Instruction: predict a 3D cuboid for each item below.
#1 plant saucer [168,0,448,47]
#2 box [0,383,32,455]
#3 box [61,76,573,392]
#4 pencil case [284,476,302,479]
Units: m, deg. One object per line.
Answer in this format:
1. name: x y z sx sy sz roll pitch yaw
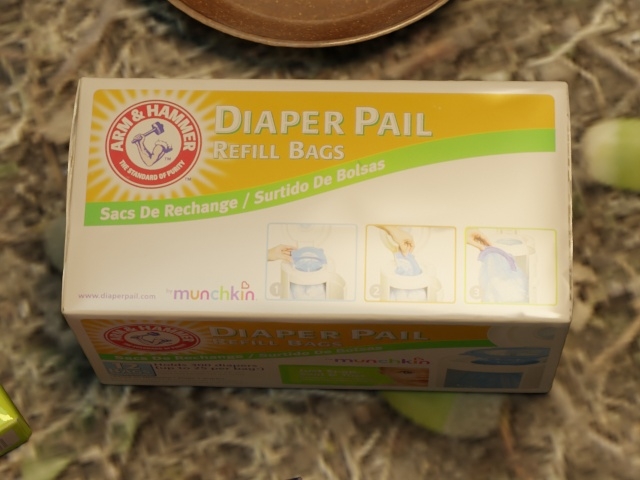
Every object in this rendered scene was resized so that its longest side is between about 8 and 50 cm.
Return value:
1. plant saucer: -0.004 -0.175 0.905 0.199 0.036 0.198 -1 72 2
2. box: -0.220 0.041 0.834 0.109 0.042 0.178 -35 74 -10
3. box: 0.000 0.000 0.805 0.203 0.114 0.103 1 71 3
4. pencil case: -0.104 0.170 0.758 0.236 0.104 0.104 -16 71 -3
